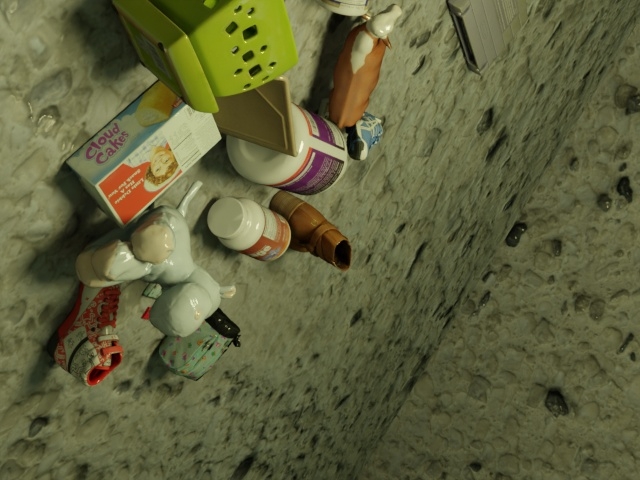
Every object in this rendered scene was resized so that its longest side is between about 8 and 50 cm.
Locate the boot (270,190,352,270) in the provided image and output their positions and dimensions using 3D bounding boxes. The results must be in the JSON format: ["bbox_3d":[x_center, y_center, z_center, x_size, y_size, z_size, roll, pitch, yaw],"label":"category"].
[{"bbox_3d":[0.000,0.000,2.266,0.109,0.220,0.283,-46,153,-15],"label":"boot"}]

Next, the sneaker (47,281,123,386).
[{"bbox_3d":[-0.433,0.162,1.840,0.270,0.145,0.090,-58,153,9],"label":"sneaker"}]

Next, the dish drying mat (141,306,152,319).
[{"bbox_3d":[-0.376,0.170,2.098,0.032,0.008,0.083,-56,154,7],"label":"dish drying mat"}]

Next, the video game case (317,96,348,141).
[{"bbox_3d":[0.041,-0.291,2.208,0.157,0.019,0.143,-23,141,-44],"label":"video game case"}]

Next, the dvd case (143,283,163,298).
[{"bbox_3d":[-0.340,0.097,2.063,0.087,0.013,0.119,-54,153,2],"label":"dvd case"}]

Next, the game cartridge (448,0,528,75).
[{"bbox_3d":[0.453,-0.618,2.442,0.230,0.068,0.355,-55,154,-6],"label":"game cartridge"}]

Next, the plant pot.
[{"bbox_3d":[-0.197,-0.360,1.511,0.207,0.227,0.228,-40,152,-13],"label":"plant pot"}]

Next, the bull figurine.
[{"bbox_3d":[0.093,-0.395,2.003,0.188,0.101,0.310,-66,180,-57],"label":"bull figurine"}]

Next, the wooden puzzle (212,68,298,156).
[{"bbox_3d":[-0.147,-0.265,1.715,0.044,0.221,0.239,-61,161,-26],"label":"wooden puzzle"}]

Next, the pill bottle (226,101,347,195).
[{"bbox_3d":[-0.056,-0.194,1.966,0.181,0.181,0.323,-58,159,9],"label":"pill bottle"}]

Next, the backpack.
[{"bbox_3d":[-0.296,0.243,2.193,0.182,0.152,0.115,-51,138,2],"label":"backpack"}]

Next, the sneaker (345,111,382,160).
[{"bbox_3d":[0.105,-0.250,2.125,0.211,0.081,0.080,-87,-168,-55],"label":"sneaker"}]

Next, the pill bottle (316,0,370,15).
[{"bbox_3d":[0.062,-0.552,1.812,0.112,0.112,0.187,-24,138,-45],"label":"pill bottle"}]

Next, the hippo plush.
[{"bbox_3d":[-0.313,0.072,1.763,0.234,0.237,0.294,-23,-164,17],"label":"hippo plush"}]

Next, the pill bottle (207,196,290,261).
[{"bbox_3d":[-0.164,-0.029,2.077,0.121,0.121,0.216,-55,153,4],"label":"pill bottle"}]

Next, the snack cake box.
[{"bbox_3d":[-0.319,-0.168,1.689,0.264,0.089,0.152,-45,155,-16],"label":"snack cake box"}]
